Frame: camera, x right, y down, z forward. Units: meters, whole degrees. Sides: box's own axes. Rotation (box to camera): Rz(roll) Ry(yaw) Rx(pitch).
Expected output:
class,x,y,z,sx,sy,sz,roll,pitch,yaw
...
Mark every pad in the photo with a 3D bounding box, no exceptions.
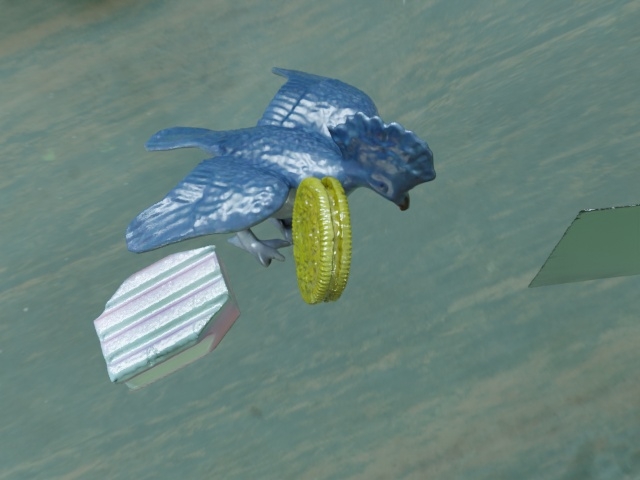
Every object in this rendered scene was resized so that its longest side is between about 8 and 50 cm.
class,x,y,z,sx,sy,sz,roll,pitch,yaw
pad,0.157,0.000,0.386,0.127,0.190,0.004,-7,80,6

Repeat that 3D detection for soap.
class,x,y,z,sx,sy,sz,roll,pitch,yaw
soap,-0.149,0.073,0.944,0.149,0.056,0.100,-29,65,7

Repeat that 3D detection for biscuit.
class,x,y,z,sx,sy,sz,roll,pitch,yaw
biscuit,0.000,0.000,0.614,0.023,0.084,0.084,-1,96,-15

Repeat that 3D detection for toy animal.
class,x,y,z,sx,sy,sz,roll,pitch,yaw
toy animal,-0.031,-0.066,0.739,0.255,0.239,0.176,25,136,16
